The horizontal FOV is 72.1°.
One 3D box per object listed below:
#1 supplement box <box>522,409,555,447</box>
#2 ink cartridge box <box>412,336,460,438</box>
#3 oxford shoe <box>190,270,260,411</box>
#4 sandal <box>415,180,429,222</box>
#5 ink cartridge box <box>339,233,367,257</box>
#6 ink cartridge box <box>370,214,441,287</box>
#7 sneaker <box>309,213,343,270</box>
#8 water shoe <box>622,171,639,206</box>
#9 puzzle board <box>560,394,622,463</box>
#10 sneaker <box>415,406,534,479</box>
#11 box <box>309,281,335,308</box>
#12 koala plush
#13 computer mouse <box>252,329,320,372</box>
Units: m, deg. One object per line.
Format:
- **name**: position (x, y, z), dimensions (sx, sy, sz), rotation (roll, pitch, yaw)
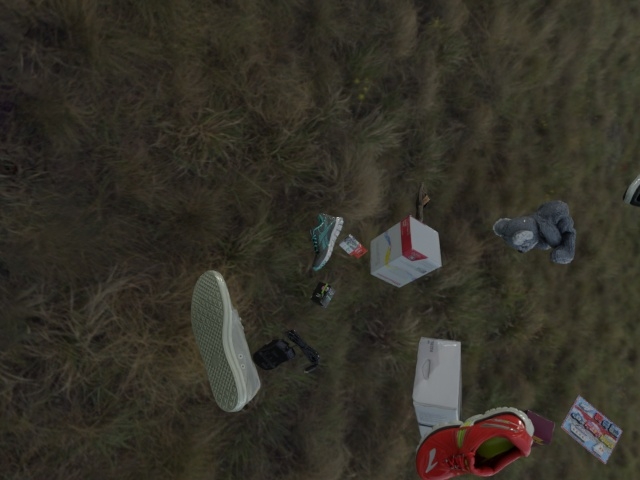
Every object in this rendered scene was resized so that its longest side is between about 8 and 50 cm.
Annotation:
- **supplement box**: position (0.771, 0.707, 1.644), dimensions (0.081, 0.104, 0.188), rotation (-59, 169, -28)
- **ink cartridge box**: position (0.380, 0.487, 1.396), dimensions (0.308, 0.128, 0.223), rotation (70, 29, -44)
- **oxford shoe**: position (-0.306, 0.315, 1.420), dimensions (0.130, 0.169, 0.450), rotation (6, 60, -56)
- **sandal**: position (0.486, -0.178, 2.088), dimensions (0.090, 0.060, 0.220), rotation (87, 9, -59)
- **ink cartridge box**: position (0.142, 0.032, 1.897), dimensions (0.115, 0.062, 0.029), rotation (42, 29, -16)
- **ink cartridge box**: position (0.251, 0.038, 1.325), dimensions (0.128, 0.176, 0.128), rotation (27, 48, -28)
- **sneaker**: position (0.000, 0.000, 1.177), dimensions (0.076, 0.065, 0.167), rotation (25, 65, -8)
- **water shoe**: position (0.988, -0.180, 1.304), dimensions (0.203, 0.080, 0.073), rotation (-52, 146, -2)
- **puzzle board**: position (0.656, 0.456, 1.063), dimensions (0.128, 0.011, 0.096), rotation (40, 70, 9)
- **sneaker**: position (0.300, 0.432, 0.899), dimensions (0.107, 0.279, 0.118), rotation (51, 27, 3)
- **box**: position (0.009, 0.220, 1.778), dimensions (0.083, 0.062, 0.052), rotation (-59, 143, -19)
- **koala plush**: position (0.725, -0.033, 1.512), dimensions (0.221, 0.196, 0.204), rotation (-5, 111, -2)
- **computer mouse**: position (-0.116, 0.421, 1.609), dimensions (0.184, 0.262, 0.060), rotation (44, 35, -10)
